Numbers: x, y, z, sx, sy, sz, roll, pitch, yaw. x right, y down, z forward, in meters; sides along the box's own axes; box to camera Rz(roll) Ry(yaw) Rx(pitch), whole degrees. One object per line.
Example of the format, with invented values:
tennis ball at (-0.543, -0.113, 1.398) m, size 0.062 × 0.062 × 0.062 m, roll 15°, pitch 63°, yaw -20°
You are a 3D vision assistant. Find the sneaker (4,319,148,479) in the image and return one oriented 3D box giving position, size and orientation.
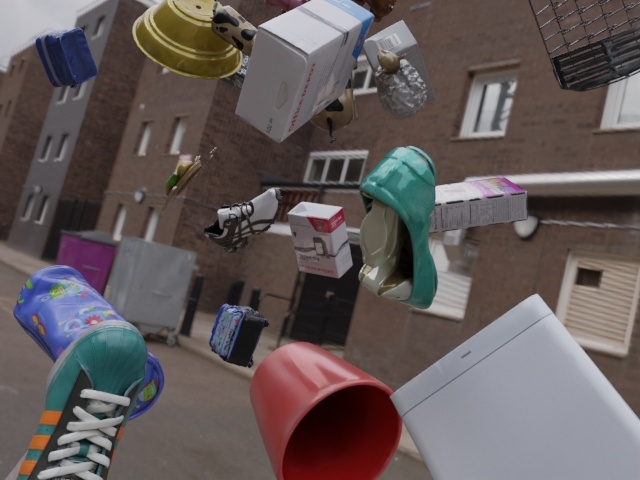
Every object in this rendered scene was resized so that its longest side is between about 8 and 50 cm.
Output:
sneaker at (-0.268, 0.239, 0.672) m, size 0.108 × 0.302 × 0.121 m, roll 24°, pitch 4°, yaw -33°

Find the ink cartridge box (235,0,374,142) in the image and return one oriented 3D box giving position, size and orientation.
ink cartridge box at (-0.019, -0.240, 0.835) m, size 0.082 × 0.191 × 0.140 m, roll 35°, pitch -46°, yaw 10°

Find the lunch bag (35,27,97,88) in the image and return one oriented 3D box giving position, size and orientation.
lunch bag at (-0.435, -0.308, 1.046) m, size 0.065 × 0.099 × 0.067 m, roll 1°, pitch 29°, yaw 21°

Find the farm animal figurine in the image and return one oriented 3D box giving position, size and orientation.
farm animal figurine at (-0.010, -0.335, 1.070) m, size 0.330 × 0.327 × 0.172 m, roll -17°, pitch 3°, yaw 8°

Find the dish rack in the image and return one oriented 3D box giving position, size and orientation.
dish rack at (0.445, -0.389, 0.994) m, size 0.208 × 0.272 × 0.074 m, roll -20°, pitch 2°, yaw 4°

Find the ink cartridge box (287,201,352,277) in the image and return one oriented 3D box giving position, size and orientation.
ink cartridge box at (0.000, 0.000, 1.336) m, size 0.109 × 0.151 × 0.063 m, roll 9°, pitch 34°, yaw 32°

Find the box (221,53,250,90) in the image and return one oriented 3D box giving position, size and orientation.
box at (-0.239, -0.513, 1.671) m, size 0.180 × 0.147 × 0.077 m, roll 26°, pitch -18°, yaw 1°

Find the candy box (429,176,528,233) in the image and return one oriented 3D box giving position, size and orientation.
candy box at (0.330, -0.082, 1.392) m, size 0.233 × 0.071 × 0.159 m, roll -7°, pitch 18°, yaw 0°

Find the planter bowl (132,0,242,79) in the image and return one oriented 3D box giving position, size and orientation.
planter bowl at (-0.243, -0.414, 1.175) m, size 0.217 × 0.217 × 0.090 m, roll 16°, pitch -45°, yaw -14°

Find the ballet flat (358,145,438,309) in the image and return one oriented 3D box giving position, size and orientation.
ballet flat at (0.076, 0.010, 0.663) m, size 0.083 × 0.087 × 0.247 m, roll 38°, pitch -26°, yaw 34°

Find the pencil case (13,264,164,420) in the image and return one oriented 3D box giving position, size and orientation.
pencil case at (-0.362, 0.152, 0.932) m, size 0.133 × 0.119 × 0.306 m, roll -5°, pitch 28°, yaw -45°

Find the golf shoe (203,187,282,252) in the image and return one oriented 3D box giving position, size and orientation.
golf shoe at (-0.164, -0.048, 1.287) m, size 0.093 × 0.077 × 0.198 m, roll 26°, pitch -57°, yaw -40°

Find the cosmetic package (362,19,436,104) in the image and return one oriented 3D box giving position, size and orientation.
cosmetic package at (0.208, -0.439, 1.604) m, size 0.127 × 0.107 × 0.238 m, roll -27°, pitch -28°, yaw 7°

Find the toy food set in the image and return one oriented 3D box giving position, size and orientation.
toy food set at (-0.355, -0.169, 1.592) m, size 0.038 × 0.192 × 0.132 m, roll 40°, pitch -39°, yaw -5°

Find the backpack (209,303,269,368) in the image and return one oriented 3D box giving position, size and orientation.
backpack at (-0.239, 0.249, 1.687) m, size 0.116 × 0.158 × 0.173 m, roll 21°, pitch 0°, yaw -29°

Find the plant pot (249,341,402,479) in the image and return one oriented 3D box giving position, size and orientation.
plant pot at (-0.010, 0.343, 1.230) m, size 0.274 × 0.275 × 0.243 m, roll 18°, pitch 9°, yaw -32°

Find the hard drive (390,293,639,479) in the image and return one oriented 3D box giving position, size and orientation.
hard drive at (0.252, 0.262, 0.681) m, size 0.047 × 0.233 × 0.353 m, roll 38°, pitch 18°, yaw -49°
